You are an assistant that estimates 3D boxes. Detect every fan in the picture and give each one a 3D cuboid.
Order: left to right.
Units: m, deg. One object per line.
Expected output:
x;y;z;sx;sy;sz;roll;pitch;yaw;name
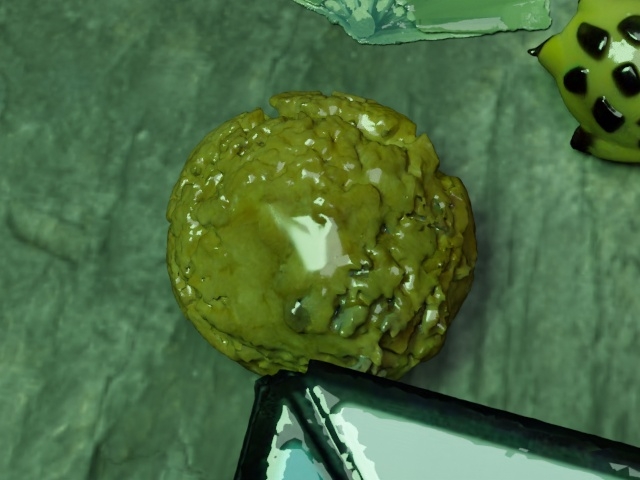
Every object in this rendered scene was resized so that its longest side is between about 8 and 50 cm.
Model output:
0.042;-0.192;0.773;0.240;0.009;0.131;13;72;6;fan

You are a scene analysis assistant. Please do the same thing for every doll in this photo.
0.255;-0.048;0.683;0.291;0.086;0.117;40;119;11;doll

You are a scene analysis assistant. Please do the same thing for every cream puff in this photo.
0.000;0.000;0.656;0.189;0.129;0.189;-2;73;5;cream puff

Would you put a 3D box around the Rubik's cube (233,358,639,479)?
0.074;0.215;0.527;0.248;0.250;0.246;12;74;8;Rubik's cube
